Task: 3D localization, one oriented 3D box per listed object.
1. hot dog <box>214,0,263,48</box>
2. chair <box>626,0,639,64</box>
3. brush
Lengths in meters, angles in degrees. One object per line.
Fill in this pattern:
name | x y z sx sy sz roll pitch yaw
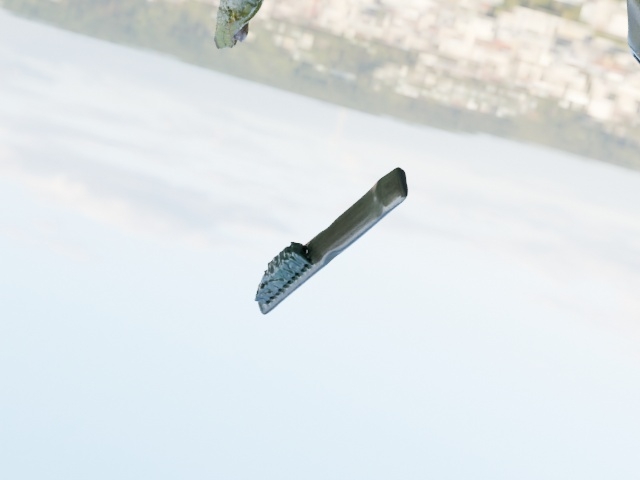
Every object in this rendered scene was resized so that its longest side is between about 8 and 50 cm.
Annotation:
hot dog | -0.101 -0.333 1.826 0.061 0.168 0.078 9 -162 12
chair | 0.561 -0.279 2.041 0.247 0.159 0.172 56 -168 20
brush | 0.000 0.000 1.102 0.028 0.190 0.034 21 -133 -32
